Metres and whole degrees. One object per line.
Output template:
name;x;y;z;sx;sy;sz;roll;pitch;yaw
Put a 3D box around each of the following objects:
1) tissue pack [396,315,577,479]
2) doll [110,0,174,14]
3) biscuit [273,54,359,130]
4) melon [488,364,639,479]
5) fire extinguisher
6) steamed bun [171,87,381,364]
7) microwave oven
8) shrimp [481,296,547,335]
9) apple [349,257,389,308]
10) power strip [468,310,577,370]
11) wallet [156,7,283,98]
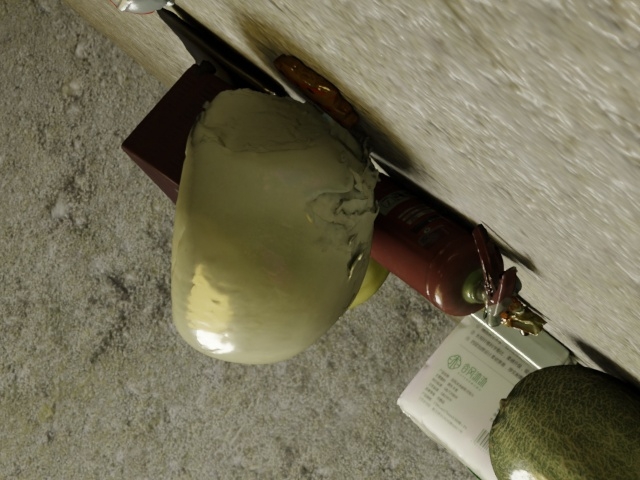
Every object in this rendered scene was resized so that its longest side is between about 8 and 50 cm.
tissue pack;0.350;0.311;2.089;0.356;0.266;0.194;39;178;43
doll;-0.212;-0.300;1.368;0.102;0.075;0.227;25;-168;-14
biscuit;0.002;-0.161;1.334;0.130;0.019;0.119;40;179;-39
melon;0.397;0.321;1.717;0.329;0.248;0.248;36;178;3
fire extinguisher;0.140;0.002;1.488;0.337;0.106;0.147;36;152;50
steamed bun;-0.050;-0.007;1.454;0.233;0.311;0.333;8;-145;3
microwave oven;-0.130;-0.106;1.739;0.188;0.178;0.247;32;169;31
shrimp;0.247;0.075;1.789;0.217;0.051;0.115;42;177;28
apple;0.000;0.000;2.046;0.262;0.262;0.262;40;178;1
power strip;0.293;0.127;1.978;0.338;0.058;0.098;39;178;15
wallet;-0.111;-0.228;1.788;0.247;0.041;0.323;37;176;20
